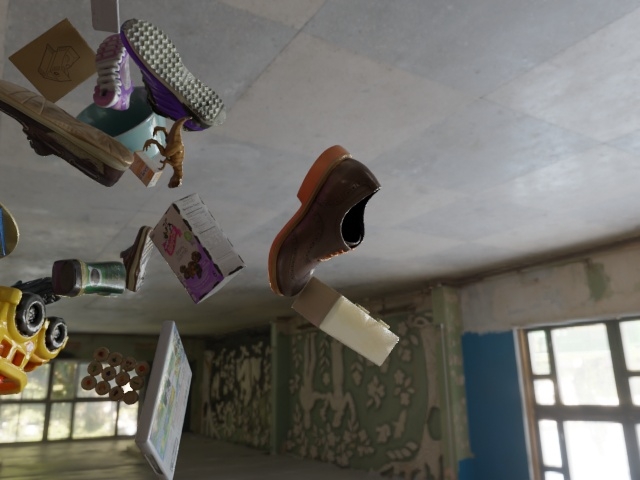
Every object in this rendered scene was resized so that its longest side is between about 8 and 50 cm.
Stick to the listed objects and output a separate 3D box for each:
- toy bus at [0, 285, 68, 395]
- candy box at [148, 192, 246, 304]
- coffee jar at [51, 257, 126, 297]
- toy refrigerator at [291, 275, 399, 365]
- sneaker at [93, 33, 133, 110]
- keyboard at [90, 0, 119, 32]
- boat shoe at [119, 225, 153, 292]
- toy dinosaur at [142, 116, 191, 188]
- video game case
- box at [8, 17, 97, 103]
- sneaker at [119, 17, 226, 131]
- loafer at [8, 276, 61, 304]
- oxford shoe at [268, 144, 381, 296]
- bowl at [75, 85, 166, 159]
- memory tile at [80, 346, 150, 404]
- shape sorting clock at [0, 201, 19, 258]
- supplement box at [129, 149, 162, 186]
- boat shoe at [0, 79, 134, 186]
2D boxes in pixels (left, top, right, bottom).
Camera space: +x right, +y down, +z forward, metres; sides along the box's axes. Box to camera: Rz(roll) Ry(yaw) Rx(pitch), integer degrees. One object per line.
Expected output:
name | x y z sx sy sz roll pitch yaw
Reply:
toy bus | -0.588 0.212 0.974 0.149 0.211 0.220 -2 147 4
candy box | -0.276 0.021 1.178 0.070 0.196 0.165 -33 176 -43
coffee jar | -0.582 0.095 1.340 0.079 0.096 0.184 -6 172 23
toy refrigerator | 0.065 0.186 1.222 0.102 0.094 0.269 30 172 46
sneaker | -0.591 -0.482 1.555 0.095 0.236 0.104 -2 168 20
keyboard | -0.525 -0.640 1.287 0.072 0.256 0.014 8 -155 4
boat shoe | -0.661 0.058 1.874 0.095 0.257 0.095 21 -163 2
toy dinosaur | -0.320 -0.212 1.156 0.112 0.064 0.211 24 135 6
video game case | -0.410 0.433 1.428 0.036 0.329 0.300 1 139 0
box | -0.766 -0.522 1.561 0.201 0.021 0.164 -37 126 -3
sneaker | -0.366 -0.357 1.227 0.146 0.102 0.293 -13 132 37
loafer | -0.821 0.150 1.455 0.223 0.078 0.076 -16 142 -50
oxford shoe | 0.000 0.000 1.042 0.130 0.133 0.363 -31 153 -47
bowl | -0.628 -0.349 1.736 0.311 0.311 0.163 -5 136 15
memory tile | -0.516 0.342 1.343 0.148 0.113 0.012 20 162 -3
shape sorting clock | -0.836 -0.040 1.292 0.206 0.040 0.206 2 126 3
supplement box | -0.537 -0.219 1.628 0.062 0.098 0.036 -51 169 29
boat shoe | -0.498 -0.195 0.995 0.285 0.092 0.103 30 -164 -23
